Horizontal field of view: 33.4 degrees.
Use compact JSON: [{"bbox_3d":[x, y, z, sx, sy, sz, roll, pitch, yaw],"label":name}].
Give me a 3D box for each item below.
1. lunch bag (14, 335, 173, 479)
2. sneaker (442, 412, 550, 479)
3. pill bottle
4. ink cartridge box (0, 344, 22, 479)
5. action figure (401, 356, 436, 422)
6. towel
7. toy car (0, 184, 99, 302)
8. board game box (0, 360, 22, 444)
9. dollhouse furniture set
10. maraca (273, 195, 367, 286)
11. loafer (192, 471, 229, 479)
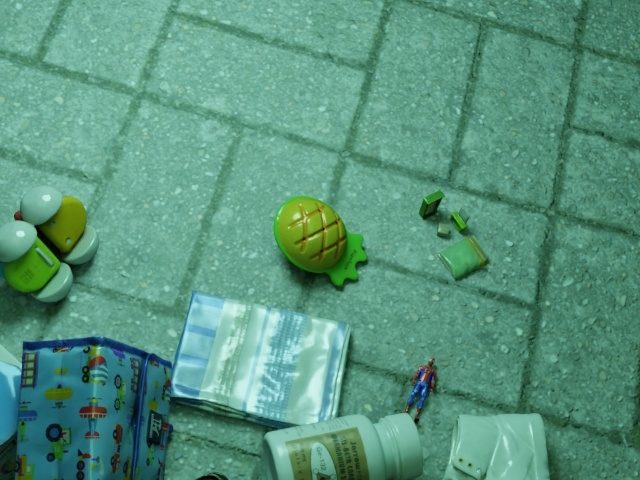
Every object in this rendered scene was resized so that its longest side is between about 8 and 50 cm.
[{"bbox_3d":[-0.304,0.273,1.565,0.138,0.293,0.221,-6,75,20],"label":"lunch bag"},{"bbox_3d":[0.273,0.408,1.670,0.169,0.108,0.293,3,53,-5],"label":"sneaker"},{"bbox_3d":[0.035,0.339,1.649,0.229,0.131,0.131,-10,65,-13],"label":"pill bottle"},{"bbox_3d":[-0.526,0.281,1.577,0.168,0.171,0.233,37,65,11],"label":"ink cartridge box"},{"bbox_3d":[0.169,0.244,1.776,0.038,0.030,0.115,20,60,8],"label":"action figure"},{"bbox_3d":[-0.097,0.200,1.758,0.285,0.034,0.209,13,61,-1],"label":"towel"},{"bbox_3d":[-0.470,0.002,1.759,0.136,0.159,0.182,8,56,36],"label":"toy car"},{"bbox_3d":[-0.495,0.225,1.496,0.168,0.033,0.133,19,57,-4],"label":"board game box"},{"bbox_3d":[0.237,-0.013,1.899,0.076,0.058,0.152,-25,69,-19],"label":"dollhouse furniture set"},{"bbox_3d":[0.000,0.000,1.842,0.185,0.099,0.127,34,69,-18],"label":"maraca"},{"bbox_3d":[-0.219,0.428,1.597,0.220,0.078,0.080,-39,74,-23],"label":"loafer"}]
